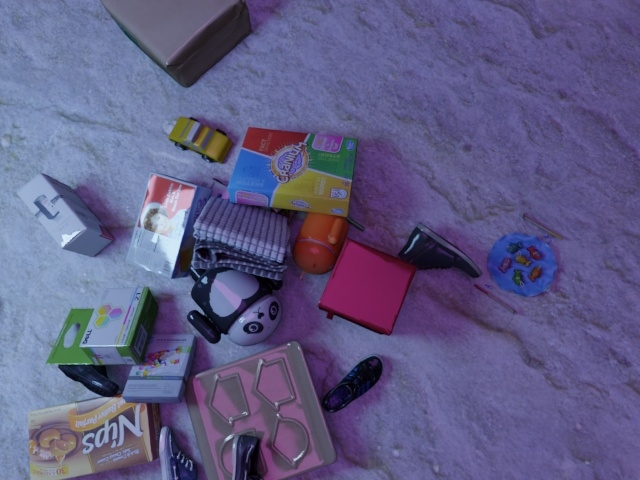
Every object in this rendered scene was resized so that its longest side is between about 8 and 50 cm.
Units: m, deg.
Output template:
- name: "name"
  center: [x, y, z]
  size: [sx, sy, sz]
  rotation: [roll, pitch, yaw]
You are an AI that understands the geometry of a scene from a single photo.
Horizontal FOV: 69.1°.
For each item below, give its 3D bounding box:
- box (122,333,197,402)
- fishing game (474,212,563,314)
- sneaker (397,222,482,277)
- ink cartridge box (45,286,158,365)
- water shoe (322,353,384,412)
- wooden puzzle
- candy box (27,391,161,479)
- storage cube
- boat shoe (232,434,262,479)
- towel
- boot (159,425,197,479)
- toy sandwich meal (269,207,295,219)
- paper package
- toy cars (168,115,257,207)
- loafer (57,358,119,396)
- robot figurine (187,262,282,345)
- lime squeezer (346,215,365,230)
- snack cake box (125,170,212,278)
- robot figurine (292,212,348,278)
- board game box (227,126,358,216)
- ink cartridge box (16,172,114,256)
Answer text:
- name: "box"
  center: [-0.418, 0.334, 1.226]
  size: [0.145, 0.038, 0.186]
  rotation: [0, 43, 3]
- name: "fishing game"
  center: [0.560, 0.066, 1.284]
  size: [0.189, 0.041, 0.264]
  rotation: [38, 83, 12]
- name: "sneaker"
  center: [0.329, 0.059, 1.286]
  size: [0.222, 0.083, 0.118]
  rotation: [36, 101, 2]
- name: "ink cartridge box"
  center: [-0.589, 0.227, 1.234]
  size: [0.255, 0.097, 0.188]
  rotation: [-1, 46, 1]
- name: "water shoe"
  center: [0.092, 0.382, 1.221]
  size: [0.203, 0.080, 0.073]
  rotation: [-43, 81, -6]
- name: "wooden puzzle"
  center: [-0.162, 0.467, 1.222]
  size: [0.348, 0.080, 0.322]
  rotation: [-20, 79, 4]
- name: "candy box"
  center: [-0.589, 0.508, 1.222]
  size: [0.317, 0.087, 0.182]
  rotation: [-11, 77, -1]
- name: "storage cube"
  center: [0.117, 0.129, 1.218]
  size: [0.193, 0.183, 0.214]
  rotation: [22, 80, 5]
- name: "boat shoe"
  center: [-0.175, 0.581, 1.127]
  size: [0.065, 0.075, 0.206]
  rotation: [-6, 76, 9]
- name: "towel"
  center: [-0.198, -0.003, 1.191]
  size: [0.235, 0.283, 0.121]
  rotation: [17, 108, -11]
- name: "boot"
  center: [-0.368, 0.580, 1.216]
  size: [0.086, 0.069, 0.189]
  rotation: [-6, 87, -6]
- name: "toy sandwich meal"
  center: [-0.112, -0.097, 1.350]
  size: [0.086, 0.029, 0.085]
  rotation: [-1, 79, 3]
- name: "paper package"
  center: [-0.433, -0.686, 1.413]
  size: [0.309, 0.168, 0.325]
  rotation: [-44, 81, -6]
- name: "toy cars"
  center: [-0.323, -0.214, 1.354]
  size: [0.177, 0.087, 0.393]
  rotation: [-23, 79, -2]
- name: "loafer"
  center: [-0.605, 0.347, 1.231]
  size: [0.223, 0.076, 0.078]
  rotation: [12, 48, 32]
- name: "robot figurine"
  center: [-0.228, 0.149, 1.232]
  size: [0.278, 0.173, 0.209]
  rotation: [46, 110, 10]
- name: "lime squeezer"
  center: [0.023, -0.153, 1.353]
  size: [0.110, 0.059, 0.310]
  rotation: [-14, 75, -31]
- name: "snack cake box"
  center: [-0.420, -0.042, 1.287]
  size: [0.152, 0.089, 0.264]
  rotation: [18, 94, 14]
- name: "robot figurine"
  center: [-0.001, 0.001, 1.262]
  size: [0.158, 0.128, 0.219]
  rotation: [5, 55, 26]
- name: "board game box"
  center: [-0.067, -0.192, 1.267]
  size: [0.317, 0.064, 0.242]
  rotation: [7, 54, 3]
- name: "ink cartridge box"
  center: [-0.711, -0.068, 1.306]
  size: [0.092, 0.158, 0.218]
  rotation: [-41, 80, -5]
